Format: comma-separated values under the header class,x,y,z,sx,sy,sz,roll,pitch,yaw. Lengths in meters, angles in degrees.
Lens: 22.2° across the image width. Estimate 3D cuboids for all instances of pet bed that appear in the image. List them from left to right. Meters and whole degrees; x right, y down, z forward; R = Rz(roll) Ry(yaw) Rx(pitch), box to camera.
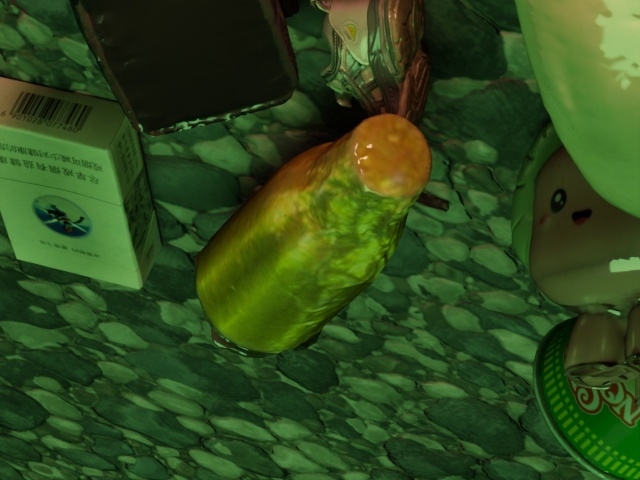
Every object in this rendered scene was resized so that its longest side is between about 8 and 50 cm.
class,x,y,z,sx,sy,sz,roll,pitch,yaw
pet bed,-0.124,-0.221,1.430,0.183,0.159,0.211,-16,140,7

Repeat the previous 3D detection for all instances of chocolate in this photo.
class,x,y,z,sx,sy,sz,roll,pitch,yaw
chocolate,0.000,0.000,1.580,0.162,0.162,0.445,28,158,-9

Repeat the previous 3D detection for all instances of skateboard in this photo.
class,x,y,z,sx,sy,sz,roll,pitch,yaw
skateboard,0.087,-0.027,1.688,0.064,0.032,0.083,20,146,-17

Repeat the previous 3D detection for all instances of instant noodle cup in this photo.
class,x,y,z,sx,sy,sz,roll,pitch,yaw
instant noodle cup,0.352,0.102,1.593,0.207,0.207,0.232,26,138,-7

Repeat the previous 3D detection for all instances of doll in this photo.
class,x,y,z,sx,sy,sz,roll,pitch,yaw
doll,0.285,-0.005,1.407,0.284,0.268,0.216,-12,153,43

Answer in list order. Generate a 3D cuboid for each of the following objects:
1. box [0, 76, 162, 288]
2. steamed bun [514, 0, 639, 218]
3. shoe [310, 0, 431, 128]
class,x,y,z,sx,sy,sz,roll,pitch,yaw
box,-0.276,-0.060,1.809,0.164,0.069,0.256,14,146,13
steamed bun,0.301,-0.202,1.003,0.371,0.290,0.456,0,120,31
shoe,0.044,-0.156,1.470,0.092,0.089,0.180,9,143,17
